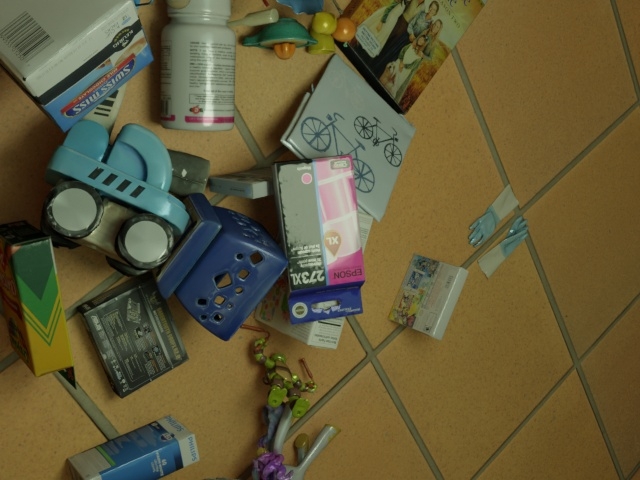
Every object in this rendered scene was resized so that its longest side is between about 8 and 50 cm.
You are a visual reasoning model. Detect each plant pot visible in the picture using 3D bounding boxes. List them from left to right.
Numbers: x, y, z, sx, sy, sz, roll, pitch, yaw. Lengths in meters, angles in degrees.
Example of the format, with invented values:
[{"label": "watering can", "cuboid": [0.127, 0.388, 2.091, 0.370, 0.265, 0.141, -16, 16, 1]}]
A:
[{"label": "plant pot", "cuboid": [-0.243, 0.042, 1.787, 0.212, 0.236, 0.236, 34, 98, -28]}]

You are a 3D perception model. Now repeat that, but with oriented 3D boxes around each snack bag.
[{"label": "snack bag", "cuboid": [0.079, -0.260, 1.994, 0.323, 0.037, 0.343, 39, 53, -22]}]

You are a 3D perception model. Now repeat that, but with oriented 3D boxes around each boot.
[{"label": "boot", "cuboid": [-0.361, -0.127, 1.797, 0.208, 0.076, 0.190, 24, 88, -43]}]

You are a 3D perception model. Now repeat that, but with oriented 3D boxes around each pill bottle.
[{"label": "pill bottle", "cuboid": [-0.263, -0.382, 1.745, 0.160, 0.160, 0.283, -5, 103, -34]}]

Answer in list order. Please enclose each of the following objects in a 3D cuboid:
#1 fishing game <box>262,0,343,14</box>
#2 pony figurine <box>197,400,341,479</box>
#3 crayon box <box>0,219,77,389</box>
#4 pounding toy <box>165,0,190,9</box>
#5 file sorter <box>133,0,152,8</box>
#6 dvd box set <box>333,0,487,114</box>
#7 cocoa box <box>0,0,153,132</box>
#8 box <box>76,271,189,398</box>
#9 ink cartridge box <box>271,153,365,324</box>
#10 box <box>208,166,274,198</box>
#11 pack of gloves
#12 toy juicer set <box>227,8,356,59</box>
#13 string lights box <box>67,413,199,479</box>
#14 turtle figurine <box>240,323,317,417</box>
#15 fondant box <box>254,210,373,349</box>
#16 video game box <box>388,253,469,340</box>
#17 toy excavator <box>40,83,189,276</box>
[{"label": "fishing game", "cuboid": [-0.074, -0.582, 1.858, 0.264, 0.041, 0.189, -16, 70, -47]}, {"label": "pony figurine", "cuboid": [-0.121, 0.591, 2.019, 0.351, 0.302, 0.364, 41, 61, -43]}, {"label": "crayon box", "cuboid": [-0.575, 0.135, 1.616, 0.081, 0.202, 0.319, -15, 108, -31]}, {"label": "pounding toy", "cuboid": [-0.364, -0.529, 1.531, 0.110, 0.183, 0.237, -40, 129, 10]}, {"label": "file sorter", "cuboid": [-0.419, -0.552, 1.634, 0.170, 0.104, 0.118, 9, 95, -36]}, {"label": "dvd box set", "cuboid": [0.239, -0.585, 2.108, 0.307, 0.062, 0.420, 45, 75, -33]}, {"label": "cocoa box", "cuboid": [-0.502, -0.412, 1.422, 0.231, 0.228, 0.347, -42, 80, -11]}, {"label": "box", "cuboid": [-0.420, 0.212, 1.830, 0.183, 0.056, 0.231, -30, 116, -27]}, {"label": "ink cartridge box", "cuboid": [0.000, 0.000, 1.805, 0.175, 0.069, 0.371, -8, 99, -12]}, {"label": "box", "cuboid": [-0.141, -0.135, 1.868, 0.186, 0.145, 0.038, -18, 113, -47]}, {"label": "pack of gloves", "cuboid": [0.554, -0.024, 2.461, 0.232, 0.046, 0.195, -45, 122, -19]}, {"label": "toy juicer set", "cuboid": [-0.064, -0.461, 1.836, 0.329, 0.209, 0.090, -5, 95, -35]}, {"label": "string lights box", "cuboid": [-0.424, 0.497, 1.843, 0.259, 0.133, 0.077, -18, 110, -30]}, {"label": "turtle figurine", "cuboid": [-0.106, 0.334, 2.005, 0.087, 0.217, 0.269, -41, 116, 10]}, {"label": "fondant box", "cuboid": [-0.022, 0.070, 1.963, 0.096, 0.238, 0.330, 16, 91, -38]}, {"label": "video game box", "cuboid": [0.295, 0.153, 2.233, 0.048, 0.187, 0.205, 26, 85, -39]}, {"label": "toy excavator", "cuboid": [-0.431, -0.200, 1.611, 0.432, 0.222, 0.445, 26, 75, -16]}]
